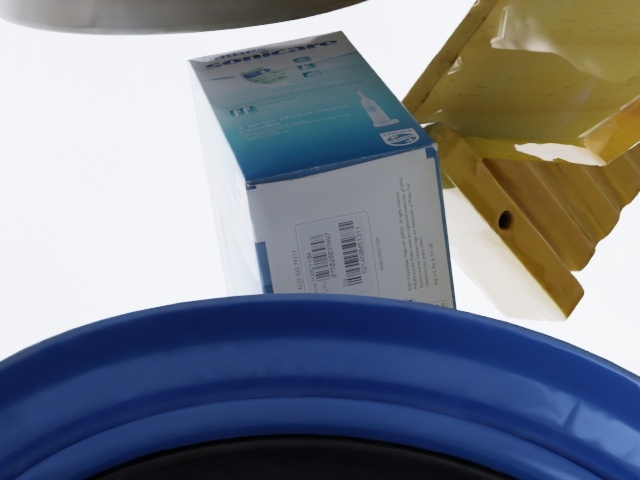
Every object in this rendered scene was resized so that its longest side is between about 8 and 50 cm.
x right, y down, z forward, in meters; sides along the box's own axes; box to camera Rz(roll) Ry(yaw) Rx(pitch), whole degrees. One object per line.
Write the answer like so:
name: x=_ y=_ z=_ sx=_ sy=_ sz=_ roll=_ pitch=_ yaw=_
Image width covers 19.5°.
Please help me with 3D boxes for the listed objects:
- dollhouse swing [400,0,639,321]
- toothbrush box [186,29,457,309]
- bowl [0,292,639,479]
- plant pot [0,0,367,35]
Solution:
dollhouse swing: x=0.264 y=-0.117 z=1.371 sx=0.347 sy=0.305 sz=0.315 roll=-53 pitch=-53 yaw=-13
toothbrush box: x=0.000 y=0.000 z=1.278 sx=0.126 sy=0.295 sz=0.216 roll=-11 pitch=-67 yaw=-6
bowl: x=0.006 y=0.153 z=0.754 sx=0.391 sy=0.391 sz=0.077 roll=-26 pitch=-49 yaw=-42
plant pot: x=-0.103 y=-0.324 z=1.388 sx=0.323 sy=0.323 sz=0.280 roll=-23 pitch=-65 yaw=-42
